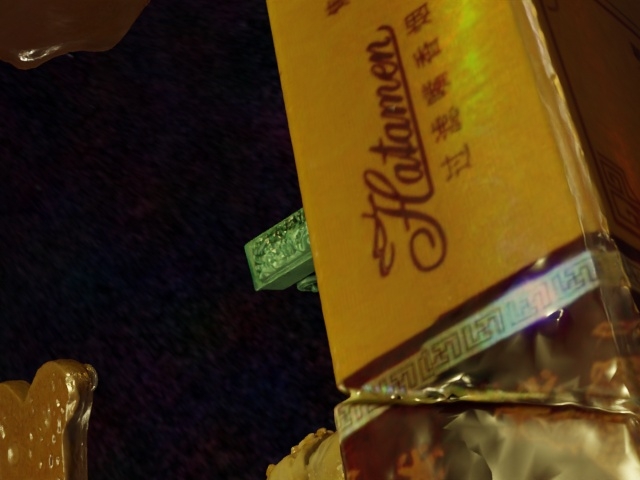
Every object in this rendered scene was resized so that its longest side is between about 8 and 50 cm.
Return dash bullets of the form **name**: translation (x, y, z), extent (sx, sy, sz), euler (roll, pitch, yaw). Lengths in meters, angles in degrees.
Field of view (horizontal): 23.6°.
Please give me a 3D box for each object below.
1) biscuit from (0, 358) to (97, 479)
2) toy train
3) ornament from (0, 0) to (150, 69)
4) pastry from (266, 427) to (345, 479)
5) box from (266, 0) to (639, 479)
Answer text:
- **biscuit**: translation (-0.151, 0.175, 0.860), extent (0.031, 0.138, 0.205), euler (4, 72, -37)
- **toy train**: translation (0.000, 0.000, 1.533), extent (0.099, 0.172, 0.070), euler (4, 64, -43)
- **ornament**: translation (-0.230, -0.294, 1.222), extent (0.221, 0.217, 0.235), euler (-31, 156, 11)
- **pastry**: translation (0.072, 0.312, 1.655), extent (0.284, 0.184, 0.316), euler (42, 118, -11)
- **box**: translation (0.112, 0.007, 0.604), extent (0.116, 0.415, 0.264), euler (-31, 140, 27)
